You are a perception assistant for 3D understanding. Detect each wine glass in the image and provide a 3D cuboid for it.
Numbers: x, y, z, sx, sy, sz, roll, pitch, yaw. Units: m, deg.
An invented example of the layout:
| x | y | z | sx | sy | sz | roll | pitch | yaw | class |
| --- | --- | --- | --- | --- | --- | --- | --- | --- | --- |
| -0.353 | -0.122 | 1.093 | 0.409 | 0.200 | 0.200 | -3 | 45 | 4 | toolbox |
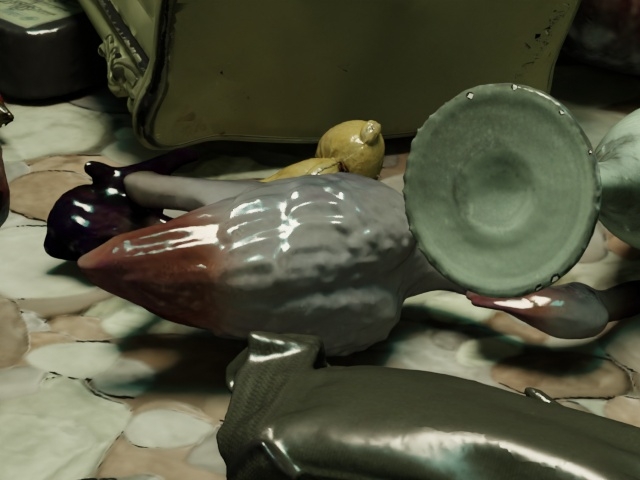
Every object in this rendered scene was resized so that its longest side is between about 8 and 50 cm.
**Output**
| x | y | z | sx | sy | sz | roll | pitch | yaw | class |
| --- | --- | --- | --- | --- | --- | --- | --- | --- | --- |
| 0.225 | -0.060 | 0.942 | 0.264 | 0.096 | 0.309 | -24 | -9 | 30 | wine glass |

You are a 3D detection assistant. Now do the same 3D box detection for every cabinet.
| x | y | z | sx | sy | sz | roll | pitch | yaw | class |
| --- | --- | --- | --- | --- | --- | --- | --- | --- | --- |
| -0.023 | -0.239 | 1.236 | 0.290 | 0.227 | 0.318 | -5 | 38 | -27 | cabinet |

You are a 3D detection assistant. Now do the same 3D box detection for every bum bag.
| x | y | z | sx | sy | sz | roll | pitch | yaw | class |
| --- | --- | --- | --- | --- | --- | --- | --- | --- | --- |
| 0.090 | 0.108 | 0.798 | 0.326 | 0.080 | 0.142 | 13 | 20 | 25 | bum bag |

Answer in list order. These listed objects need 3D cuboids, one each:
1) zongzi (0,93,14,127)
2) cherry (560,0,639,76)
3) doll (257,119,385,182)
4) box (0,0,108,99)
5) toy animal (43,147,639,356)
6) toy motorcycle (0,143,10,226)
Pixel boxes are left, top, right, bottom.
| x | y | z | sx | sy | sz | roll | pitch | yaw | class |
| --- | --- | --- | --- | --- | --- | --- | --- | --- | --- |
| -0.228 | -0.106 | 1.194 | 0.067 | 0.073 | 0.083 | -14 | 25 | 4 | zongzi |
| 0.247 | -0.221 | 1.334 | 0.255 | 0.218 | 0.296 | -4 | 21 | -2 | cherry |
| -0.006 | -0.042 | 1.118 | 0.093 | 0.051 | 0.061 | -6 | -1 | -26 | doll |
| -0.248 | -0.191 | 1.387 | 0.350 | 0.058 | 0.211 | 24 | 33 | 35 | box |
| 0.008 | 0.008 | 0.969 | 0.324 | 0.090 | 0.195 | 11 | 17 | 10 | toy animal |
| -0.308 | -0.028 | 0.888 | 0.319 | 0.182 | 0.241 | 3 | 53 | -3 | toy motorcycle |
